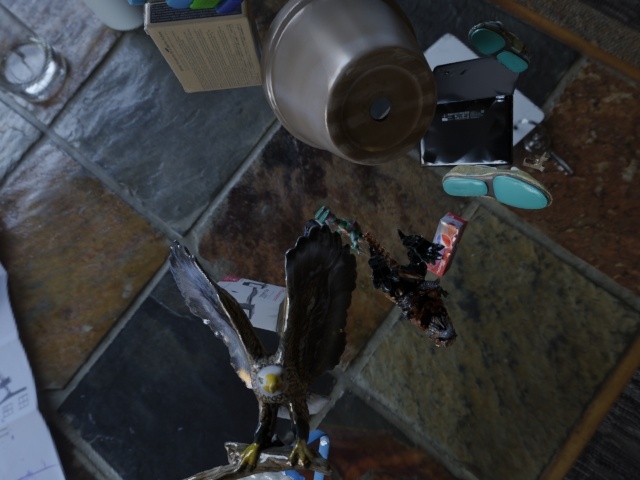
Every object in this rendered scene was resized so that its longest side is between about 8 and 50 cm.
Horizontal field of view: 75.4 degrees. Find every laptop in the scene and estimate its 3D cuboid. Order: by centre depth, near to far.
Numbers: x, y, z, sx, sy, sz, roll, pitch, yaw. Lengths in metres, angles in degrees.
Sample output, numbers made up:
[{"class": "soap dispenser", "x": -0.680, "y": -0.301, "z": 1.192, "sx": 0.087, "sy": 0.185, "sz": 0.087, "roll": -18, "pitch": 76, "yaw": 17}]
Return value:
[{"class": "laptop", "x": 0.620, "y": -0.532, "z": 1.712, "sx": 0.381, "sy": 0.236, "sz": 0.409, "roll": 6, "pitch": 114, "yaw": 38}]

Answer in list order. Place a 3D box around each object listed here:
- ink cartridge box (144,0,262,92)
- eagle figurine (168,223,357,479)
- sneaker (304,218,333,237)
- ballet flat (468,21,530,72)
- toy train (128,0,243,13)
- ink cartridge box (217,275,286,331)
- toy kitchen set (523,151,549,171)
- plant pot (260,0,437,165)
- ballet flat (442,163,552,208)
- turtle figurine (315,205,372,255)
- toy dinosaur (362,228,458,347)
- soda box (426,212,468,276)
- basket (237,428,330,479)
[{"class": "ink cartridge box", "x": -0.225, "y": -0.412, "z": 0.863, "sx": 0.193, "sy": 0.235, "sz": 0.088, "roll": -5, "pitch": 81, "yaw": 0}, {"class": "eagle figurine", "x": -0.063, "y": 0.142, "z": 0.535, "sx": 0.226, "sy": 0.225, "sz": 0.299, "roll": 1, "pitch": 76, "yaw": -38}, {"class": "sneaker", "x": 0.000, "y": 0.000, "z": 1.687, "sx": 0.121, "sy": 0.079, "sz": 0.217, "roll": -5, "pitch": 46, "yaw": -27}, {"class": "ballet flat", "x": 0.381, "y": -0.425, "z": 0.883, "sx": 0.070, "sy": 0.188, "sz": 0.070, "roll": -22, "pitch": 61, "yaw": 47}, {"class": "toy train", "x": -0.179, "y": -0.398, "z": 0.468, "sx": 0.143, "sy": 0.105, "sz": 0.248, "roll": -20, "pitch": 109, "yaw": -28}, {"class": "ink cartridge box", "x": -0.144, "y": 0.129, "z": 0.865, "sx": 0.150, "sy": 0.109, "sz": 0.063, "roll": 11, "pitch": 101, "yaw": 6}, {"class": "toy kitchen set", "x": 0.950, "y": -0.346, "z": 1.827, "sx": 0.075, "sy": 0.083, "sz": 0.068, "roll": 18, "pitch": 65, "yaw": 8}, {"class": "plant pot", "x": 0.068, "y": -0.280, "z": 0.760, "sx": 0.323, "sy": 0.323, "sz": 0.280, "roll": -27, "pitch": 38, "yaw": 3}, {"class": "ballet flat", "x": 0.559, "y": -0.186, "z": 1.307, "sx": 0.348, "sy": 0.123, "sz": 0.123, "roll": 16, "pitch": 83, "yaw": 44}, {"class": "turtle figurine", "x": 0.092, "y": -0.034, "z": 1.560, "sx": 0.234, "sy": 0.175, "sz": 0.118, "roll": 38, "pitch": 76, "yaw": -19}, {"class": "toy dinosaur", "x": 0.187, "y": 0.099, "z": 0.957, "sx": 0.321, "sy": 0.218, "sz": 0.164, "roll": 30, "pitch": 69, "yaw": 31}, {"class": "soda box", "x": 0.524, "y": 0.021, "z": 1.736, "sx": 0.092, "sy": 0.264, "sz": 0.083, "roll": 31, "pitch": 44, "yaw": 27}, {"class": "basket", "x": -0.087, "y": 0.513, "z": 0.770, "sx": 0.201, "sy": 0.288, "sz": 0.255, "roll": 6, "pitch": 89, "yaw": 41}]
